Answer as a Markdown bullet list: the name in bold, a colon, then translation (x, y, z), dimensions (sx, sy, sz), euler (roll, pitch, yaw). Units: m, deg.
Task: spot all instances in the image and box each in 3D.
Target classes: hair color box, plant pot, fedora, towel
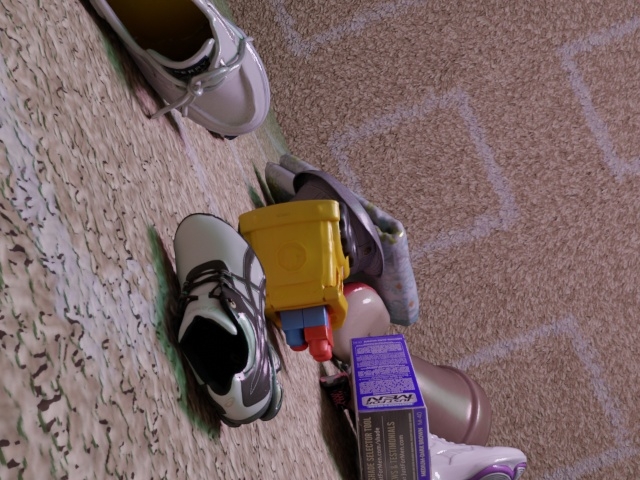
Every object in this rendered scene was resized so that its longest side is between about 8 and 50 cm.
- **hair color box**: translation (0.108, 0.291, 1.279), dimensions (0.339, 0.110, 0.185), euler (-81, 166, -78)
- **plant pot**: translation (0.173, 0.330, 1.586), dimensions (0.229, 0.263, 0.263), euler (43, 16, -31)
- **fedora**: translation (0.000, 0.000, 1.493), dimensions (0.244, 0.124, 0.275), euler (42, -22, 24)
- **towel**: translation (0.050, 0.000, 1.703), dimensions (0.374, 0.090, 0.320), euler (35, -19, 33)

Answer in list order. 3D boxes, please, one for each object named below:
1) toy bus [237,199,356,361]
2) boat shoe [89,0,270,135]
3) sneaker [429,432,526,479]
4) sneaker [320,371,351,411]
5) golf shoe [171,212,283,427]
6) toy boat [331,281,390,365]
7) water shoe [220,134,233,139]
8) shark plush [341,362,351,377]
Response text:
- **toy bus**: translation (-0.018, 0.067, 1.097), dimensions (0.220, 0.150, 0.211), euler (64, 17, -72)
- **boat shoe**: translation (-0.148, -0.210, 0.867), dimensions (0.367, 0.136, 0.156), euler (58, 9, -51)
- **sneaker**: translation (0.229, 0.394, 1.431), dimensions (0.152, 0.305, 0.114), euler (-115, -149, -49)
- **sneaker**: translation (0.032, 0.258, 1.330), dimensions (0.119, 0.047, 0.057), euler (56, 22, -65)
- **golf shoe**: translation (-0.082, 0.050, 0.646), dimensions (0.094, 0.077, 0.198), euler (59, 7, -64)
- **toy boat**: translation (0.044, 0.153, 1.625), dimensions (0.151, 0.151, 0.231), euler (35, -10, 22)
- **water shoe**: translation (-0.159, -0.219, 1.327), dimensions (0.080, 0.073, 0.203), euler (53, -9, -4)
- **shark plush**: translation (0.080, 0.300, 1.676), dimensions (0.161, 0.073, 0.067), euler (173, -76, -89)
